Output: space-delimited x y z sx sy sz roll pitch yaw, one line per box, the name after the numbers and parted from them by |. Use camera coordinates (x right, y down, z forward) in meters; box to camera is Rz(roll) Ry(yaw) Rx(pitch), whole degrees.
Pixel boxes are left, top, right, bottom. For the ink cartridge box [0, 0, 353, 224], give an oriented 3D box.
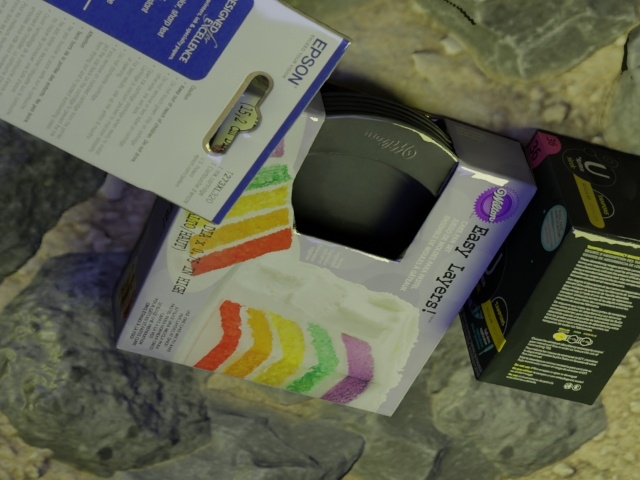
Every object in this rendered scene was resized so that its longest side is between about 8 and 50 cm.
-0.180 -0.162 0.919 0.371 0.069 0.175 28 121 -17 | ink cartridge box

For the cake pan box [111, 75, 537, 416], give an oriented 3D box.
0.000 0.000 1.094 0.246 0.070 0.267 16 124 -21 | cake pan box

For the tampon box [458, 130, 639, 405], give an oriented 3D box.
0.185 0.022 1.098 0.101 0.120 0.161 13 126 -18 | tampon box
